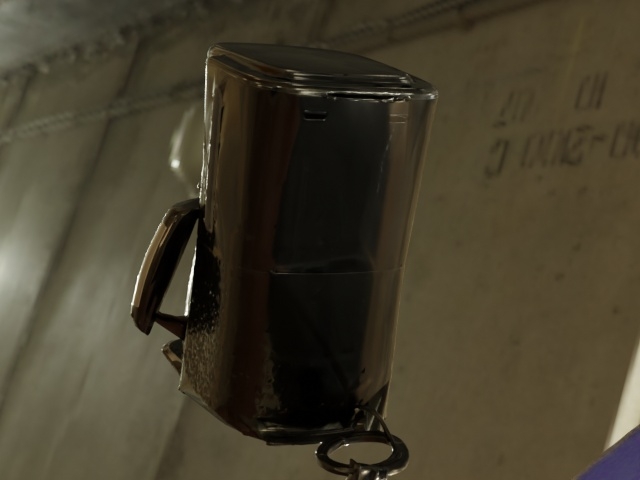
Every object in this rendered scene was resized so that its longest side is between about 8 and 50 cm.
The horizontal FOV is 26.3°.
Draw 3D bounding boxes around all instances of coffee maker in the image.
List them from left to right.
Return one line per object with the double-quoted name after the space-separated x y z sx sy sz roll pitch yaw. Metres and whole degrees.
0.000 0.000 0.679 0.171 0.178 0.120 22 -158 38 "coffee maker"

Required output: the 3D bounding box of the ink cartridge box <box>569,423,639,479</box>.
0.233 0.121 0.474 0.307 0.303 0.072 28 -153 -35 "ink cartridge box"
